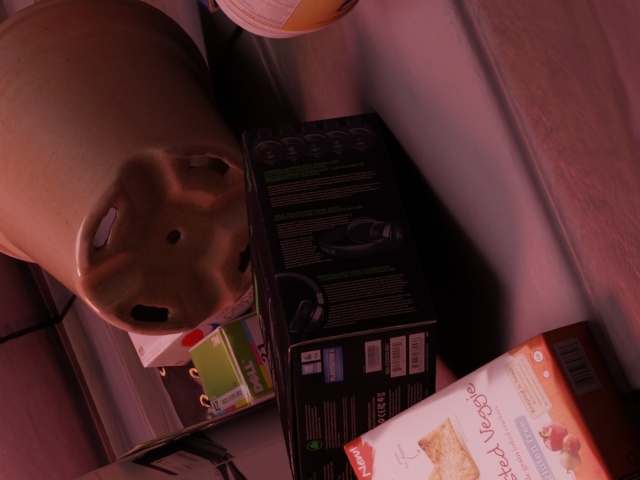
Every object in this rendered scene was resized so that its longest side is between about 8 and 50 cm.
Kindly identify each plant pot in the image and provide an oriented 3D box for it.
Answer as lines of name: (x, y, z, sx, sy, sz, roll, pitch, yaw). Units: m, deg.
plant pot: (-0.208, -0.060, 1.986, 0.305, 0.333, 0.334, 44, 150, 51)

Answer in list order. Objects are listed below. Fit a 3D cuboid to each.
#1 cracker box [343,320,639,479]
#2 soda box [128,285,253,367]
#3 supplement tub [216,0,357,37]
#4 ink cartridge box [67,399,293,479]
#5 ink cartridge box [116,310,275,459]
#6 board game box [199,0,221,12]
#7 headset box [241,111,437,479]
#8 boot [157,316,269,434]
cracker box: (0.141, 0.183, 1.455, 0.232, 0.067, 0.156, -35, 74, 39)
soda box: (-0.131, 0.062, 2.138, 0.216, 0.074, 0.069, -43, 64, 32)
supplement tub: (-0.015, -0.250, 1.487, 0.144, 0.144, 0.199, 68, 163, 5)
ink cartridge box: (-0.117, 0.373, 2.105, 0.166, 0.395, 0.285, -157, 49, -70)
ink cartridge box: (-0.115, 0.151, 2.068, 0.097, 0.255, 0.189, 68, 163, 5)
board game box: (-0.139, -0.352, 1.917, 0.147, 0.045, 0.193, 45, 151, 54)
headset box: (0.014, 0.057, 1.685, 0.246, 0.131, 0.283, 88, 171, -47)
boot: (-0.128, 0.189, 2.354, 0.377, 0.138, 0.284, 96, 150, -64)
